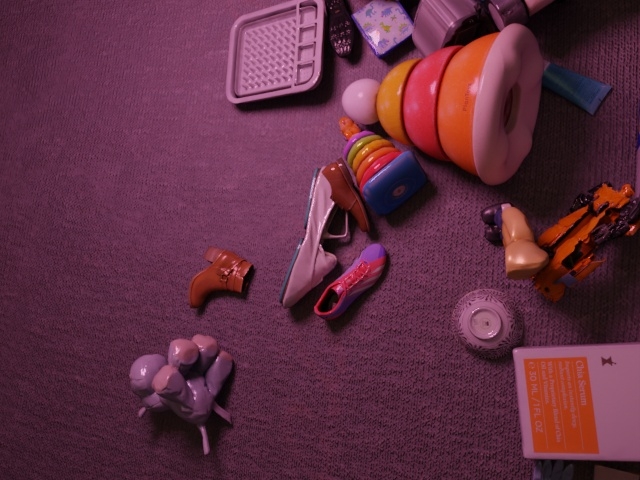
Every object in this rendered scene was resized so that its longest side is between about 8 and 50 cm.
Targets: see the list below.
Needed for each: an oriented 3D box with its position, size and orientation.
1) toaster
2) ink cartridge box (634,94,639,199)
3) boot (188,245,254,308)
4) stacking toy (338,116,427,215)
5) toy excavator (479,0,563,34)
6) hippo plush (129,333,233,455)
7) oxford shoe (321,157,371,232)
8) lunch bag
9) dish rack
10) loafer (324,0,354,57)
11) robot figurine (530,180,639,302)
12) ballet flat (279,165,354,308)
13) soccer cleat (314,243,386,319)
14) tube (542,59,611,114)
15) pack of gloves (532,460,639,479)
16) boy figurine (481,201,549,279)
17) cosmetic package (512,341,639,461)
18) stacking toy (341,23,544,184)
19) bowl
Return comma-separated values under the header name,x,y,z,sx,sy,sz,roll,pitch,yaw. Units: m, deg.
name,x,y,z,sx,sy,sz,roll,pitch,yaw
toaster,0.319,-0.537,1.377,0.129,0.227,0.147,-28,68,-13
ink cartridge box,0.707,-0.223,1.125,0.072,0.307,0.304,5,83,20
boot,-0.287,0.126,1.577,0.152,0.073,0.197,21,92,19
stacking toy,0.126,-0.228,1.447,0.165,0.175,0.302,-39,59,8
toy excavator,0.431,-0.746,1.346,0.222,0.433,0.446,-29,100,14
hippo plush,-0.391,0.392,1.531,0.236,0.234,0.294,-5,121,37
oxford shoe,0.069,-0.106,1.419,0.076,0.076,0.212,-27,107,6
lunch bag,0.179,-0.584,1.502,0.128,0.096,0.151,-34,61,12
dish rack,-0.123,-0.543,1.605,0.332,0.072,0.286,-2,81,30
loafer,0.058,-0.612,1.561,0.076,0.078,0.224,-14,72,12
robot figurine,0.579,-0.006,1.211,0.085,0.211,0.291,39,107,-14
ballet flat,0.000,0.000,1.467,0.139,0.139,0.401,14,85,22
soccer cleat,0.079,0.109,1.425,0.083,0.095,0.248,44,98,21
tube,0.592,-0.389,1.340,0.207,0.052,0.080,34,99,17
pack of gloves,0.556,0.564,1.179,0.194,0.046,0.232,6,107,20
boy figurine,0.428,0.014,1.209,0.092,0.285,0.178,-12,112,11
cosmetic package,0.647,0.328,1.136,0.452,0.161,0.230,-7,79,19
stacking toy,0.260,-0.341,1.334,0.479,0.350,0.351,16,87,33
bowl,0.392,0.196,1.299,0.169,0.080,0.170,-4,79,20
